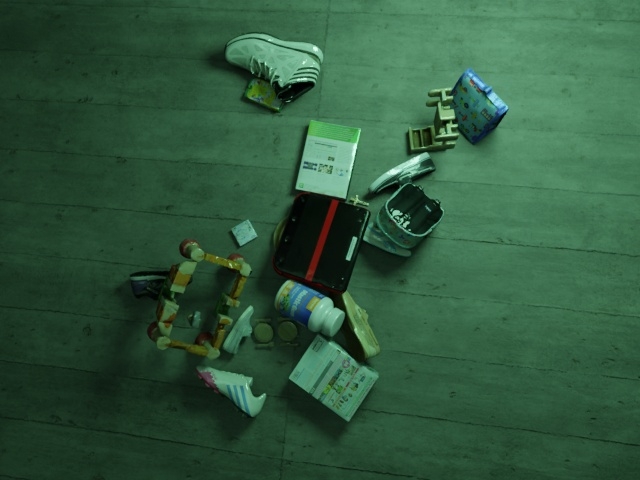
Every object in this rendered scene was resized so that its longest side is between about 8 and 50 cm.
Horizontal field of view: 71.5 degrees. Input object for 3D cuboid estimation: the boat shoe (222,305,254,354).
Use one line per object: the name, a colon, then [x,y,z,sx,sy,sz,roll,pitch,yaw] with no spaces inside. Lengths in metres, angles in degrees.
boat shoe: [-0.338,0.392,1.933,0.081,0.079,0.228,31,95,1]

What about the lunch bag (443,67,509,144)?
lunch bag: [0.633,-0.553,1.803,0.138,0.293,0.221,-38,82,2]

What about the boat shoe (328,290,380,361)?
boat shoe: [0.139,0.336,1.871,0.110,0.121,0.341,-10,69,-35]

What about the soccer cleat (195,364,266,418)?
soccer cleat: [-0.378,0.614,1.905,0.331,0.116,0.143,37,73,6]

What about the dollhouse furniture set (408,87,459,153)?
dollhouse furniture set: [0.455,-0.467,1.833,0.160,0.242,0.212,-5,74,6]

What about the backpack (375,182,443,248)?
backpack: [0.349,-0.087,1.812,0.225,0.253,0.191,43,135,8]

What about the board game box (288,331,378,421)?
board game box: [0.057,0.563,1.859,0.303,0.097,0.224,34,90,10]

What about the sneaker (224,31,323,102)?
sneaker: [-0.224,-0.750,1.943,0.447,0.169,0.258,7,64,5]

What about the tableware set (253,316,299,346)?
tableware set: [-0.191,0.392,1.932,0.194,0.039,0.128,-5,96,11]

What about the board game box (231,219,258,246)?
board game box: [-0.340,-0.034,1.996,0.090,0.020,0.090,-29,82,2]

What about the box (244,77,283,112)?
box: [-0.250,-0.668,2.037,0.179,0.043,0.105,24,88,6]

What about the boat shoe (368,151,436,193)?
boat shoe: [0.352,-0.263,1.906,0.301,0.108,0.102,-28,81,-4]

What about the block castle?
block castle: [-0.509,0.244,1.859,0.303,0.213,0.454,21,90,-30]

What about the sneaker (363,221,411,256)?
sneaker: [0.287,0.003,1.893,0.228,0.087,0.092,26,86,6]

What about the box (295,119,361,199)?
box: [0.036,-0.355,1.970,0.232,0.058,0.322,12,87,7]

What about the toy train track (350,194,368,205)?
toy train track: [0.172,-0.170,1.958,0.083,0.014,0.048,19,80,2]

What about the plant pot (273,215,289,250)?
plant pot: [-0.088,-0.003,1.961,0.236,0.032,0.237,-1,84,6]

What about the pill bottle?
pill bottle: [-0.042,0.282,1.837,0.272,0.152,0.152,26,88,24]

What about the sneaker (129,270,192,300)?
sneaker: [-0.702,0.204,1.988,0.283,0.107,0.124,-1,101,8]

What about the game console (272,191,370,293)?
game console: [0.000,0.000,1.887,0.341,0.060,0.387,17,76,8]
